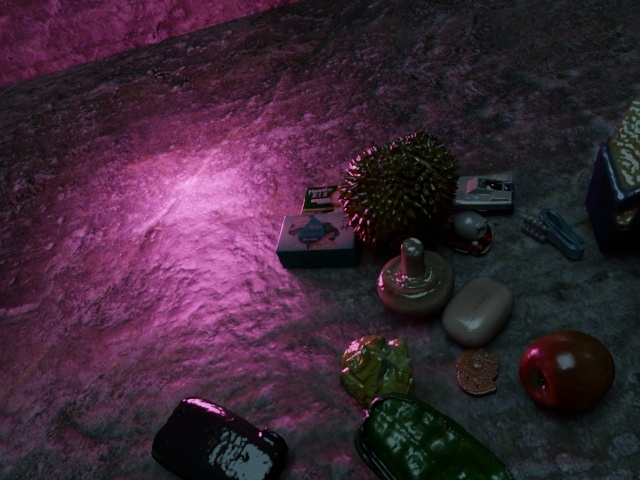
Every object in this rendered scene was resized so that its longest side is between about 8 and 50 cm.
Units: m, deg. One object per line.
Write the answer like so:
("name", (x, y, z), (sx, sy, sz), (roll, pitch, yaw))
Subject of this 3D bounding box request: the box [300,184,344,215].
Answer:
("box", (0.045, -0.107, 1.902), (0.199, 0.081, 0.135), (-2, 48, 14))

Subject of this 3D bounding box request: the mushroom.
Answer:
("mushroom", (0.247, 0.090, 1.551), (0.208, 0.215, 0.207), (-9, 41, 8))

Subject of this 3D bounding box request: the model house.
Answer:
("model house", (0.880, -0.099, 1.478), (0.382, 0.334, 0.342), (26, 73, 27))

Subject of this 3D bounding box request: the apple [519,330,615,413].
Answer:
("apple", (0.542, 0.289, 1.303), (0.169, 0.180, 0.181), (-17, 40, -29))

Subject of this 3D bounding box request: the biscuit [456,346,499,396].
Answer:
("biscuit", (0.383, 0.318, 1.431), (0.102, 0.019, 0.130), (-3, 48, 17))

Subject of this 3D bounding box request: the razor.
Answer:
("razor", (-0.243, 0.500, 1.409), (0.327, 0.107, 0.189), (14, 55, 28))

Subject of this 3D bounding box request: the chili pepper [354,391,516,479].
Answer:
("chili pepper", (0.241, 0.483, 1.234), (0.385, 0.167, 0.213), (35, 81, 26))

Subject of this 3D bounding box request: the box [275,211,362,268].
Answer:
("box", (0.000, 0.000, 1.806), (0.245, 0.092, 0.153), (-4, 47, 16))

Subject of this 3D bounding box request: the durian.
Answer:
("durian", (0.224, -0.132, 1.653), (0.348, 0.384, 0.347), (-7, 53, 10))

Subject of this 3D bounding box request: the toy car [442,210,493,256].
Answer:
("toy car", (0.419, -0.033, 1.682), (0.139, 0.112, 0.112), (11, 53, 26))

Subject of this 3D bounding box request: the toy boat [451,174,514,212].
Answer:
("toy boat", (0.437, -0.145, 1.797), (0.296, 0.088, 0.129), (1, 49, 19))

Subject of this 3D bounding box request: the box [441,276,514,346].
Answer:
("box", (0.402, 0.180, 1.505), (0.146, 0.088, 0.200), (28, 63, 35))

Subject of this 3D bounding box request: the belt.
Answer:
("belt", (0.648, -0.015, 1.627), (0.100, 0.065, 0.179), (-18, 44, -12))

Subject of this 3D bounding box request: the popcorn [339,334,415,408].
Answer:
("popcorn", (0.142, 0.316, 1.422), (0.188, 0.167, 0.185), (28, 27, -2))
